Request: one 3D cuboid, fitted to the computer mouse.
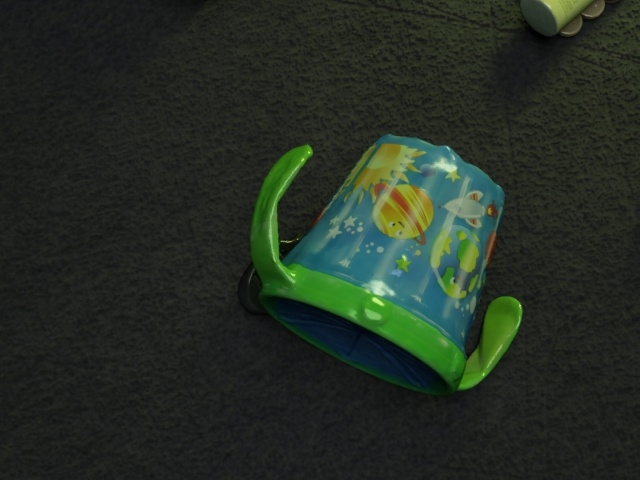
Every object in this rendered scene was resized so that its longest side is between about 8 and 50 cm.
[{"bbox_3d":[0.000,0.000,1.202,0.242,0.041,0.071,-38,108,-14],"label":"computer mouse"}]

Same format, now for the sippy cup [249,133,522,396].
[{"bbox_3d":[0.084,0.017,1.108,0.240,0.305,0.224,19,73,27],"label":"sippy cup"}]

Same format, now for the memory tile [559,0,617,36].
[{"bbox_3d":[0.297,-0.333,1.273,0.113,0.012,0.148,-39,83,-7],"label":"memory tile"}]

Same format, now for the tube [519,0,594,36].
[{"bbox_3d":[0.343,-0.342,1.244,0.240,0.062,0.070,-44,128,-12],"label":"tube"}]
